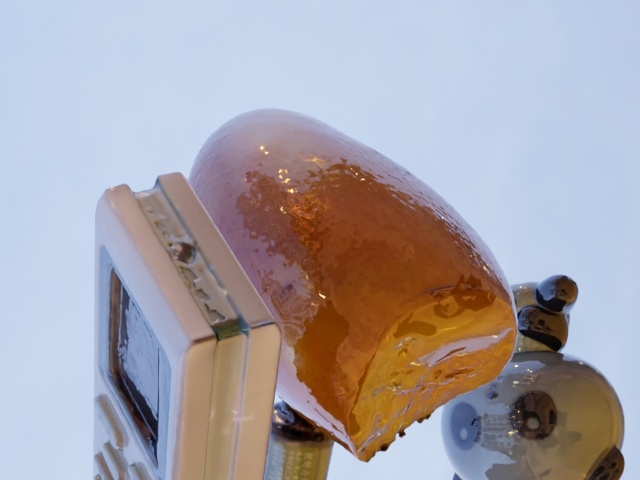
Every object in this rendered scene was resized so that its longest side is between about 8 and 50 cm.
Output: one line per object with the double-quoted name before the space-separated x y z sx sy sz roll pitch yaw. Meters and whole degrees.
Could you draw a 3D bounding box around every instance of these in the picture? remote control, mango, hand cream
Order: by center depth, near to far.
"remote control" -0.074 0.105 0.725 0.055 0.103 0.277 -16 -41 -23
"mango" 0.000 0.000 0.930 0.187 0.257 0.138 -16 -44 -37
"hand cream" -0.034 0.216 1.051 0.055 0.086 0.235 -7 -64 -40

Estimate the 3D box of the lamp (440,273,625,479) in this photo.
"lamp" 0.222 0.167 1.563 0.197 0.197 0.244 20 -118 -55
